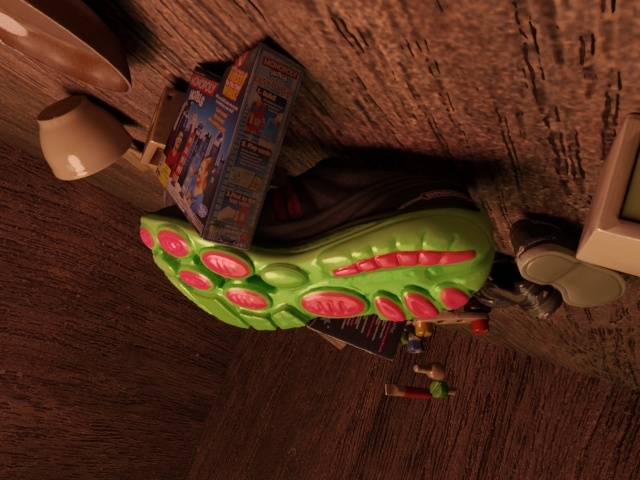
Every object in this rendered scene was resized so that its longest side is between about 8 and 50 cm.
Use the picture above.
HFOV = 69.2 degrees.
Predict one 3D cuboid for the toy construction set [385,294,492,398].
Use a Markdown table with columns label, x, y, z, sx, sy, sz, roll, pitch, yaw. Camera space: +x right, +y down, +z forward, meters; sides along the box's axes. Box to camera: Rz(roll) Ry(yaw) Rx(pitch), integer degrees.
| label | x | y | z | sx | sy | sz | roll | pitch | yaw |
| --- | --- | --- | --- | --- | --- | --- | --- | --- | --- |
| toy construction set | 0.198 | 0.191 | 1.016 | 0.237 | 0.309 | 0.257 | 15 | 174 | -31 |

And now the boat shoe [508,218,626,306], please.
| label | x | y | z | sx | sy | sz | roll | pitch | yaw |
| --- | --- | --- | --- | --- | --- | --- | --- | --- | --- |
| boat shoe | 0.347 | 0.033 | 0.647 | 0.227 | 0.069 | 0.081 | 23 | 131 | -33 |

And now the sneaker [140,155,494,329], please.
| label | x | y | z | sx | sy | sz | roll | pitch | yaw |
| --- | --- | --- | --- | --- | --- | --- | --- | --- | --- |
| sneaker | -0.022 | -0.002 | 0.632 | 0.481 | 0.202 | 0.185 | 0 | 128 | 18 |

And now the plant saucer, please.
| label | x | y | z | sx | sy | sz | roll | pitch | yaw |
| --- | --- | --- | --- | --- | --- | --- | --- | --- | --- |
| plant saucer | -0.351 | -0.264 | 0.507 | 0.310 | 0.050 | 0.310 | 25 | 177 | 1 |

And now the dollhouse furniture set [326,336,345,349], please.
| label | x | y | z | sx | sy | sz | roll | pitch | yaw |
| --- | --- | --- | --- | --- | --- | --- | --- | --- | --- |
| dollhouse furniture set | -0.022 | 0.054 | 1.239 | 0.394 | 0.256 | 0.362 | 45 | 168 | -15 |

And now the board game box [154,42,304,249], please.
| label | x | y | z | sx | sy | sz | roll | pitch | yaw |
| --- | --- | --- | --- | --- | --- | --- | --- | --- | --- |
| board game box | -0.103 | -0.122 | 0.519 | 0.060 | 0.194 | 0.194 | 16 | -162 | -40 |

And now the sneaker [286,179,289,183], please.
| label | x | y | z | sx | sy | sz | roll | pitch | yaw |
| --- | --- | --- | --- | --- | --- | --- | --- | --- | --- |
| sneaker | 0.000 | 0.000 | 0.985 | 0.125 | 0.140 | 0.340 | 8 | 165 | 47 |

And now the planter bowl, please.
| label | x | y | z | sx | sy | sz | roll | pitch | yaw |
| --- | --- | --- | --- | --- | --- | --- | --- | --- | --- |
| planter bowl | -0.461 | -0.206 | 0.882 | 0.161 | 0.162 | 0.109 | 15 | 142 | 33 |

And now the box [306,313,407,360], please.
| label | x | y | z | sx | sy | sz | roll | pitch | yaw |
| --- | --- | --- | --- | --- | --- | --- | --- | --- | --- |
| box | 0.088 | 0.053 | 0.762 | 0.142 | 0.248 | 0.163 | 22 | 170 | 4 |

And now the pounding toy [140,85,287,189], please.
| label | x | y | z | sx | sy | sz | roll | pitch | yaw |
| --- | --- | --- | --- | --- | --- | --- | --- | --- | --- |
| pounding toy | -0.140 | -0.144 | 0.683 | 0.205 | 0.094 | 0.181 | 16 | 168 | -25 |

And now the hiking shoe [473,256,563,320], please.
| label | x | y | z | sx | sy | sz | roll | pitch | yaw |
| --- | --- | --- | --- | --- | --- | --- | --- | --- | --- |
| hiking shoe | 0.337 | 0.068 | 0.859 | 0.114 | 0.086 | 0.227 | 49 | 169 | -14 |

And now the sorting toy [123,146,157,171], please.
| label | x | y | z | sx | sy | sz | roll | pitch | yaw |
| --- | --- | --- | --- | --- | --- | --- | --- | --- | --- |
| sorting toy | -0.362 | -0.163 | 1.197 | 0.228 | 0.041 | 0.307 | 23 | 174 | -4 |

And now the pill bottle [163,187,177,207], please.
| label | x | y | z | sx | sy | sz | roll | pitch | yaw |
| --- | --- | --- | --- | --- | --- | --- | --- | --- | --- |
| pill bottle | -0.202 | -0.048 | 0.871 | 0.161 | 0.161 | 0.283 | 27 | -172 | -29 |

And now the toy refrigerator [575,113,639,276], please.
| label | x | y | z | sx | sy | sz | roll | pitch | yaw |
| --- | --- | --- | --- | --- | --- | --- | --- | --- | --- |
| toy refrigerator | 0.348 | -0.005 | 0.329 | 0.269 | 0.102 | 0.094 | 18 | 170 | 24 |
